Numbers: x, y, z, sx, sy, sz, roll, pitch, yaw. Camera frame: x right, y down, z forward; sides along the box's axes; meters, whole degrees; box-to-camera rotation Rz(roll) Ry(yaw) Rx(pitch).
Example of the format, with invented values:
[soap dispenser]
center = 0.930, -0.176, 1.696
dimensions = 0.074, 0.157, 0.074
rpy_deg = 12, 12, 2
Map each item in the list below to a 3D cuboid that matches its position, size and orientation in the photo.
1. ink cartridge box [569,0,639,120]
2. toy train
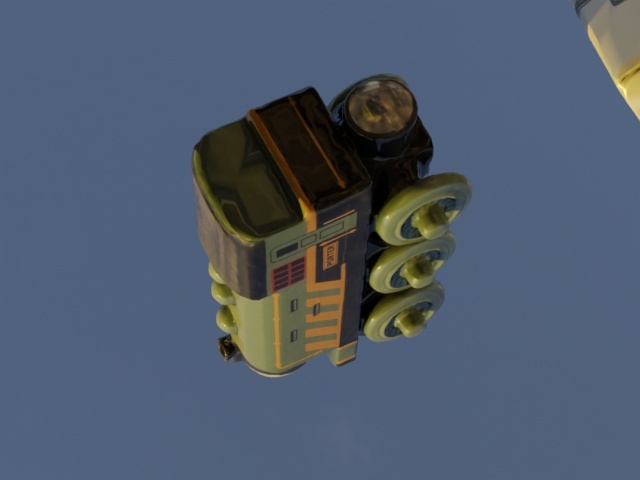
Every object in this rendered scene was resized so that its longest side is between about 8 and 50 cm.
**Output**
[ink cartridge box]
center = 0.290, -0.145, 1.080
dimensions = 0.121, 0.211, 0.289
rpy_deg = -33, -149, 16
[toy train]
center = 0.000, 0.000, 1.096
dimensions = 0.190, 0.334, 0.142
rpy_deg = -22, -115, -13
